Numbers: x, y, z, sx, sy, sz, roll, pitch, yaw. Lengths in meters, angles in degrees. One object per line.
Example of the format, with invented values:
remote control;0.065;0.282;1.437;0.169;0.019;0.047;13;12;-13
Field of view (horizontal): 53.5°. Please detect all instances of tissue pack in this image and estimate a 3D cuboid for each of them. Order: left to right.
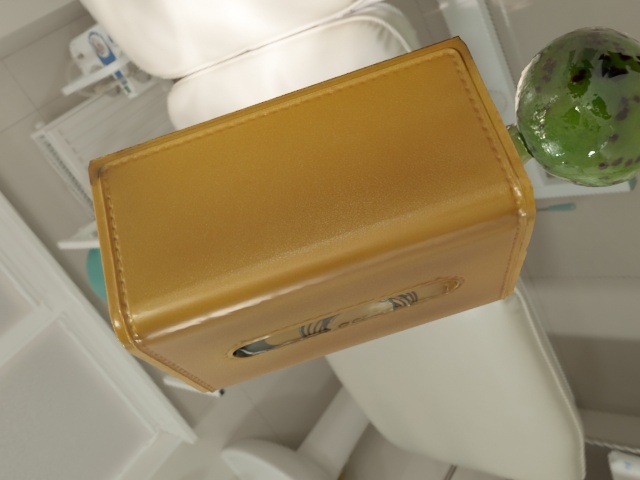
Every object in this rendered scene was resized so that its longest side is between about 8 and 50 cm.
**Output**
tissue pack;0.000;0.000;0.489;0.194;0.274;0.146;65;-172;-66

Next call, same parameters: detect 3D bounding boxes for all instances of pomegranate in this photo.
pomegranate;0.335;-0.165;0.849;0.263;0.211;0.211;-21;112;43
